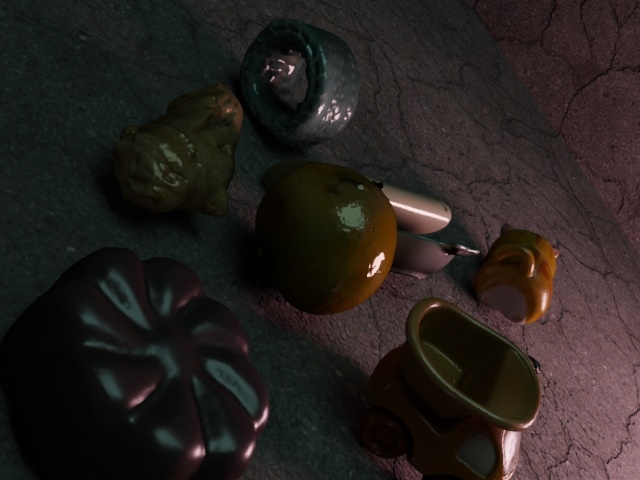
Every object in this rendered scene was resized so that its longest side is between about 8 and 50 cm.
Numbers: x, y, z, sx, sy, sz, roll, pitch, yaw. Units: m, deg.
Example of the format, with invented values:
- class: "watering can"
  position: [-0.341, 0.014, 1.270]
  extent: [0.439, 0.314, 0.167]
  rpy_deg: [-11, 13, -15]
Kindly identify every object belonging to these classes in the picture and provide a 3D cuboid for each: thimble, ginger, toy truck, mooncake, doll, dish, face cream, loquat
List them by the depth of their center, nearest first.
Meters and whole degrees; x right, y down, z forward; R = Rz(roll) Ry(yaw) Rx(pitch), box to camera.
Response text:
- class: "mooncake"
  position: [-0.196, 0.158, 1.041]
  extent: [0.306, 0.154, 0.306]
  rpy_deg: [32, 33, -24]
- class: "toy truck"
  position: [0.193, 0.247, 1.406]
  extent: [0.288, 0.211, 0.204]
  rpy_deg: [41, 34, 0]
- class: "ginger"
  position: [-0.195, -0.139, 1.415]
  extent: [0.190, 0.126, 0.354]
  rpy_deg: [37, 32, -13]
- class: "loquat"
  position: [0.000, 0.000, 1.444]
  extent: [0.244, 0.244, 0.243]
  rpy_deg: [35, 32, -26]
- class: "dish"
  position: [0.158, 0.026, 1.701]
  extent: [0.224, 0.246, 0.078]
  rpy_deg: [15, 89, -50]
- class: "face cream"
  position: [0.074, -0.076, 1.702]
  extent: [0.349, 0.174, 0.081]
  rpy_deg: [12, 86, -48]
- class: "thimble"
  position: [-0.037, -0.285, 1.749]
  extent: [0.143, 0.199, 0.235]
  rpy_deg: [5, 84, -54]
- class: "doll"
  position: [0.423, 0.069, 2.020]
  extent: [0.167, 0.162, 0.269]
  rpy_deg: [35, 18, 2]

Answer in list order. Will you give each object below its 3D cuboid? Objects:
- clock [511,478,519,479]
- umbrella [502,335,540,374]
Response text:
- class: "clock"
  position: [0.356, 0.485, 1.536]
  extent: [0.236, 0.053, 0.236]
  rpy_deg: [34, 33, -26]
- class: "umbrella"
  position: [0.369, 0.217, 1.875]
  extent: [0.188, 0.050, 0.046]
  rpy_deg: [34, 11, -27]
